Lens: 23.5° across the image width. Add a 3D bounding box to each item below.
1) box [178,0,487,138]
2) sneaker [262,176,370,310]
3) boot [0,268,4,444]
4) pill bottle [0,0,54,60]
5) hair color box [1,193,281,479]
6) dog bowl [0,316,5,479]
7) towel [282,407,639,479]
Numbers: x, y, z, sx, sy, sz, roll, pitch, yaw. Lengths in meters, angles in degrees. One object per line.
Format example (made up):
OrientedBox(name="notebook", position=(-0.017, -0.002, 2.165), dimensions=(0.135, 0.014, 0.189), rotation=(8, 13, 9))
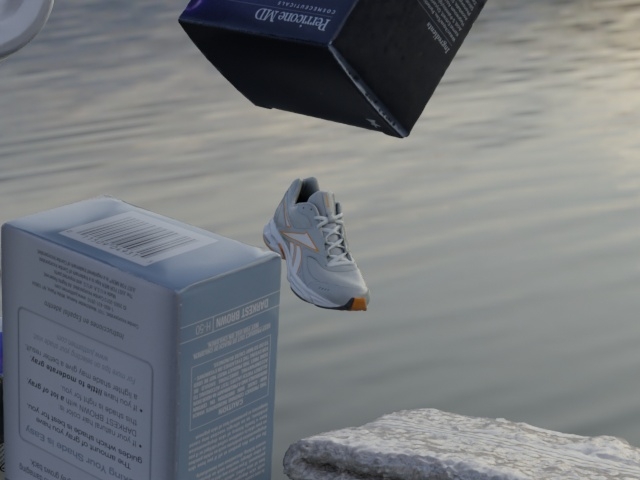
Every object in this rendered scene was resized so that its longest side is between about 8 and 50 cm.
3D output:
OrientedBox(name="box", position=(0.028, -0.191, 1.060), dimensions=(0.153, 0.108, 0.207), rotation=(15, 68, 42))
OrientedBox(name="sneaker", position=(0.000, 0.000, 2.164), dimensions=(0.099, 0.121, 0.262), rotation=(4, 28, -32))
OrientedBox(name="boot", position=(-0.333, 0.099, 1.425), dimensions=(0.246, 0.207, 0.094), rotation=(-13, 39, 36))
OrientedBox(name="pill bottle", position=(-0.265, -0.175, 1.123), dimensions=(0.112, 0.112, 0.186), rotation=(-12, 3, -22))
OrientedBox(name="hair color box", position=(-0.141, 0.173, 1.176), dimensions=(0.185, 0.374, 0.113), rotation=(19, 25, 36))
OrientedBox(name="dog bowl", position=(-0.353, 0.223, 1.791), dimensions=(0.265, 0.265, 0.104), rotation=(-8, 36, -6))
OrientedBox(name="towel", position=(0.134, 0.162, 1.072), dimensions=(0.282, 0.049, 0.187), rotation=(7, 4, 28))
